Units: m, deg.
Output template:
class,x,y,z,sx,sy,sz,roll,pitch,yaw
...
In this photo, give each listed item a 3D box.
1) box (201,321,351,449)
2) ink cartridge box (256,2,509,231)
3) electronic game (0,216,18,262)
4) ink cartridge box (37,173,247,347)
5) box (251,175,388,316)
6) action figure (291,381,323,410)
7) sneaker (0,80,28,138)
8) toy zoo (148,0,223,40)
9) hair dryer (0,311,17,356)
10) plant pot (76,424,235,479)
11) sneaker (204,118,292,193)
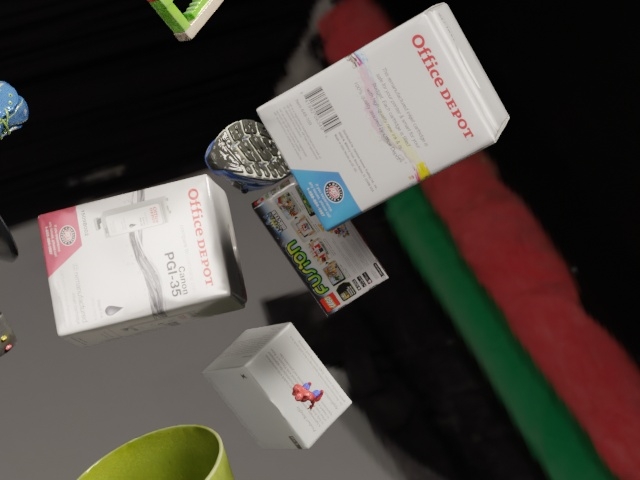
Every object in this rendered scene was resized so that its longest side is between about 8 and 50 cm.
class,x,y,z,sx,sy,sz,roll,pitch,yaw
box,-0.075,0.248,2.330,0.181,0.119,0.182,54,-27,-12
ink cartridge box,0.093,-0.175,1.924,0.198,0.270,0.197,60,19,-6
electronic game,-0.568,-0.058,2.254,0.229,0.048,0.229,43,-21,21
ink cartridge box,-0.278,0.031,2.173,0.117,0.283,0.207,54,23,-75
box,0.000,0.000,2.069,0.207,0.114,0.036,56,4,-17
action figure,-0.021,0.218,1.949,0.038,0.030,0.115,37,1,10
sneaker,-0.502,-0.180,2.061,0.240,0.126,0.091,-107,-172,-52
toy zoo,-0.212,-0.434,1.814,0.030,0.192,0.293,1,-40,49
hair dryer,-0.484,0.035,1.524,0.223,0.080,0.293,2,-45,23
plant pot,-0.218,0.484,2.132,0.275,0.275,0.293,27,-36,63
sneaker,-0.132,-0.141,2.604,0.130,0.147,0.330,61,22,9
